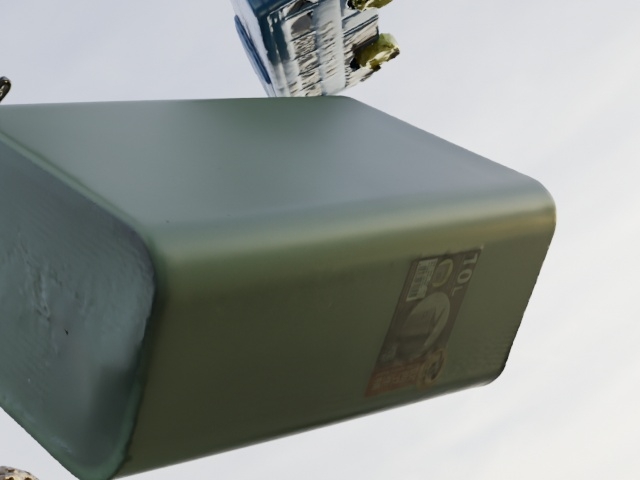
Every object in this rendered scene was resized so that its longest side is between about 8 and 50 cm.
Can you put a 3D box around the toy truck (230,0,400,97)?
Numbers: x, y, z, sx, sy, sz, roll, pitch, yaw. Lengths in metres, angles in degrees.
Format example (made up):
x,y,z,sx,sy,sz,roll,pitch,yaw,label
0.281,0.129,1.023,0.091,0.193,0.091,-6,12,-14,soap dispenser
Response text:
x,y,z,sx,sy,sz,roll,pitch,yaw,label
-0.015,-0.266,1.101,0.162,0.161,0.385,-27,-8,-2,toy truck

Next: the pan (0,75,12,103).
x,y,z,sx,sy,sz,roll,pitch,yaw,label
-0.374,-0.066,0.956,0.028,0.235,0.136,28,-16,15,pan

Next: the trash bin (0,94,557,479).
x,y,z,sx,sy,sz,roll,pitch,yaw,label
-0.042,0.014,0.617,0.343,0.223,0.158,-10,-58,-50,trash bin

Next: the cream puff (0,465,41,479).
x,y,z,sx,sy,sz,roll,pitch,yaw,label
-0.361,0.308,0.955,0.168,0.183,0.183,-3,-35,12,cream puff
